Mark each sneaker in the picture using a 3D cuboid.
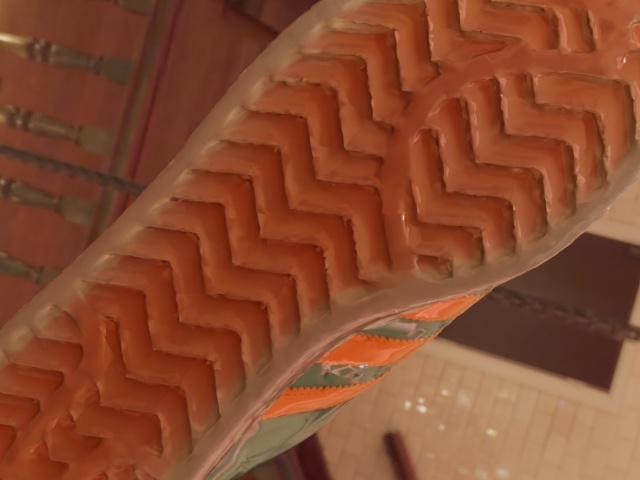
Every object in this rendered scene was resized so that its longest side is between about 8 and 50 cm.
[{"bbox_3d":[0.000,0.000,0.442,0.302,0.108,0.121,-37,175,9],"label":"sneaker"}]
